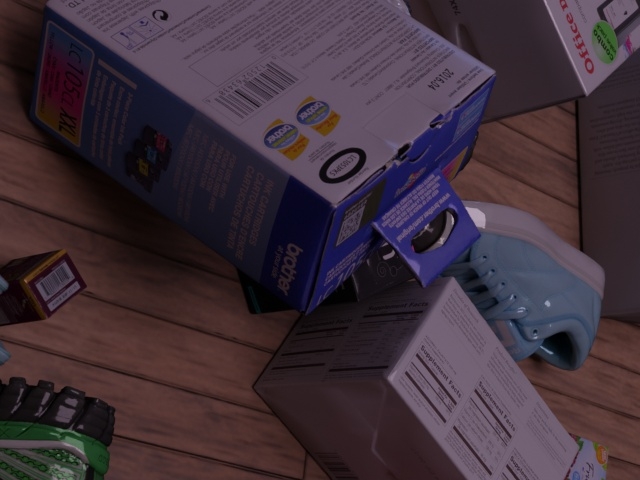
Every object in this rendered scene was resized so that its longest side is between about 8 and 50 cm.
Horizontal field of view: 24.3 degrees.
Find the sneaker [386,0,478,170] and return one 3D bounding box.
[{"bbox_3d":[0.077,-0.172,1.612,0.108,0.100,0.271,-12,53,-33],"label":"sneaker"}]

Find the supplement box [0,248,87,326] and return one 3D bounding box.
[{"bbox_3d":[-0.256,0.043,1.309,0.055,0.083,0.043,-43,113,-40],"label":"supplement box"}]

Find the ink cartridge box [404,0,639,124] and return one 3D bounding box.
[{"bbox_3d":[0.269,-0.295,1.799,0.270,0.197,0.198,-42,111,-40],"label":"ink cartridge box"}]

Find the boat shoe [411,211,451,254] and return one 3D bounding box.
[{"bbox_3d":[0.073,-0.059,1.583,0.068,0.081,0.228,50,8,-33],"label":"boat shoe"}]

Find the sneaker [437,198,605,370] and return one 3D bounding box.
[{"bbox_3d":[0.216,0.060,1.732,0.366,0.135,0.150,23,64,-39],"label":"sneaker"}]

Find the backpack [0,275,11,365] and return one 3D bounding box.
[{"bbox_3d":[-0.330,0.046,1.174,0.144,0.166,0.188,-41,118,-16],"label":"backpack"}]

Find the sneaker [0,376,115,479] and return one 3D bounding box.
[{"bbox_3d":[-0.322,0.179,1.062,0.134,0.343,0.146,62,28,-65],"label":"sneaker"}]

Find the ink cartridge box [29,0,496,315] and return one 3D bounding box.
[{"bbox_3d":[-0.029,-0.115,1.360,0.395,0.151,0.270,34,48,18],"label":"ink cartridge box"}]

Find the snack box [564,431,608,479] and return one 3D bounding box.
[{"bbox_3d":[0.309,0.315,1.843,0.100,0.037,0.141,24,68,-40],"label":"snack box"}]

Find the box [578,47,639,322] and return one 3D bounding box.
[{"bbox_3d":[0.474,-0.066,1.980,0.215,0.168,0.345,9,77,-43],"label":"box"}]

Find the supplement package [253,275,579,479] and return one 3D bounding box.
[{"bbox_3d":[0.102,0.184,1.548,0.262,0.204,0.145,52,53,-24],"label":"supplement package"}]

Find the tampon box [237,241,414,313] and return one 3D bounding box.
[{"bbox_3d":[0.000,0.000,1.512,0.101,0.161,0.120,-21,98,-44],"label":"tampon box"}]
